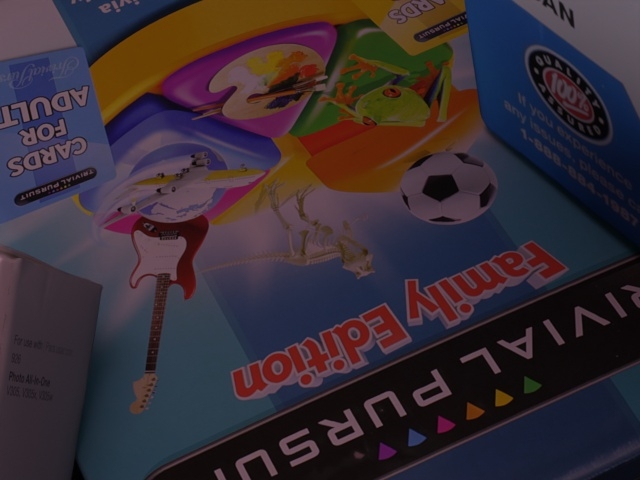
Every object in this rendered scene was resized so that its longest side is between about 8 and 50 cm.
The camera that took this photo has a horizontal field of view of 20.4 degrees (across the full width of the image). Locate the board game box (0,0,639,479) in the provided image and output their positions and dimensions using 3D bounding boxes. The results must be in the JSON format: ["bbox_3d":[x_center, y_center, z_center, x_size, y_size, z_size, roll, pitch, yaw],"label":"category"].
[{"bbox_3d":[0.000,0.000,0.719,0.254,0.079,0.336,-23,51,-11],"label":"board game box"}]

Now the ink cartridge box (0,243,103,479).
[{"bbox_3d":[-0.172,0.101,0.593,0.154,0.093,0.212,6,85,13],"label":"ink cartridge box"}]

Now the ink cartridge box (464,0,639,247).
[{"bbox_3d":[0.170,-0.135,0.488,0.166,0.395,0.285,-35,52,-16],"label":"ink cartridge box"}]
